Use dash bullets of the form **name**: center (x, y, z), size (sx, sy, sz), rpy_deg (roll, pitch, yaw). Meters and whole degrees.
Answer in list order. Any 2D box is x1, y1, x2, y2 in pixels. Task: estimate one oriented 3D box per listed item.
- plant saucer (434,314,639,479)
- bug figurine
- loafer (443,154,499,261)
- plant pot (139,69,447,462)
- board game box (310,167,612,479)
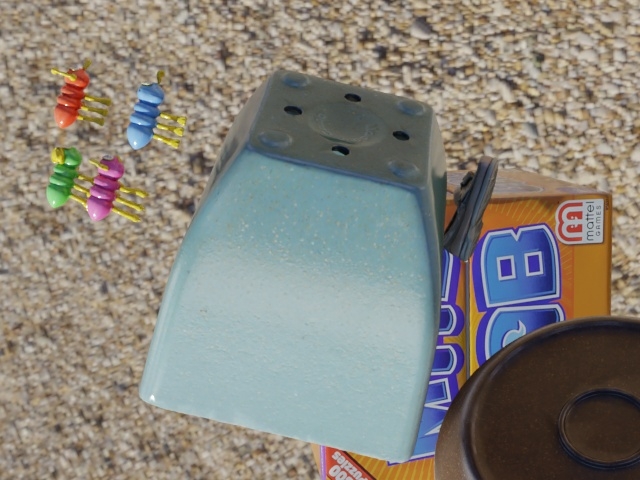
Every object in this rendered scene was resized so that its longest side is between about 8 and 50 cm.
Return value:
- **plant saucer**: center (0.135, 0.094, 0.463), size (0.168, 0.168, 0.029), rpy_deg (13, 140, 32)
- **bug figurine**: center (-0.303, -0.137, 1.348), size (0.279, 0.072, 0.216), rpy_deg (17, 93, 45)
- **loafer**: center (0.143, -0.033, 0.971), size (0.039, 0.045, 0.125), rpy_deg (22, 133, 16)
- **plant pot**: center (0.000, 0.000, 0.875), size (0.247, 0.248, 0.252), rpy_deg (14, 126, -1)
- **board game box**: center (0.155, 0.099, 1.339), size (0.356, 0.356, 0.356), rpy_deg (-3, 99, -6)
